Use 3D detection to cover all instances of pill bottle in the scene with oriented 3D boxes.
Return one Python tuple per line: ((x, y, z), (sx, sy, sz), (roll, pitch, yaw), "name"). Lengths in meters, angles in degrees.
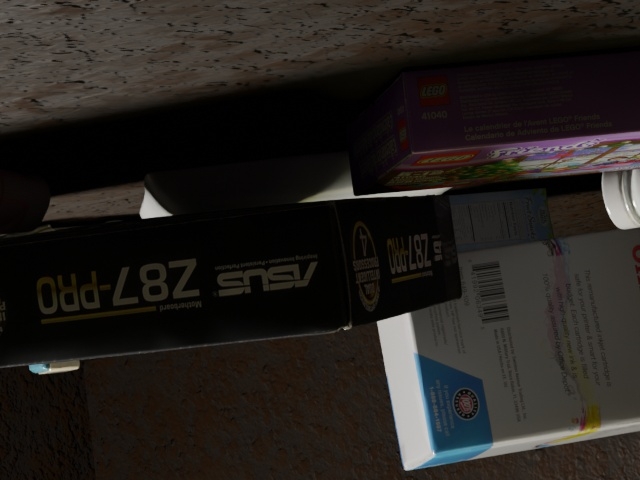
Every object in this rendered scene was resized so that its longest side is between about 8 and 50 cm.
((0.328, -0.052, 1.723), (0.137, 0.078, 0.078), (-10, 174, 32), "pill bottle")

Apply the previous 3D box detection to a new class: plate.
((-0.012, -0.035, 1.639), (0.277, 0.045, 0.278), (-7, 175, -7), "plate")

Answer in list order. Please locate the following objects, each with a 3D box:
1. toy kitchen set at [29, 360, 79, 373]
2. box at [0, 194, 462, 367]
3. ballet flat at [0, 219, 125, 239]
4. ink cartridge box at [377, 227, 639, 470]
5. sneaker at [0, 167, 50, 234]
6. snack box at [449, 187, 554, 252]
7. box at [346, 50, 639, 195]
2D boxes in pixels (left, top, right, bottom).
((-0.382, 0.099, 2.155), (0.166, 0.122, 0.207), (-5, 174, -24), "toy kitchen set")
((-0.125, 0.032, 1.403), (0.395, 0.097, 0.318), (-7, -179, 17), "box")
((-0.237, 0.009, 1.788), (0.213, 0.072, 0.068), (-5, 147, -28), "ballet flat")
((0.213, 0.112, 1.965), (0.270, 0.198, 0.197), (-8, 170, -8), "ink cartridge box")
((-0.250, -0.021, 1.427), (0.070, 0.051, 0.134), (4, 164, -40), "sneaker")
((0.111, -0.002, 2.012), (0.207, 0.070, 0.174), (-7, 174, -26), "snack box")
((0.178, -0.082, 1.313), (0.293, 0.057, 0.201), (-6, 174, -10), "box")
